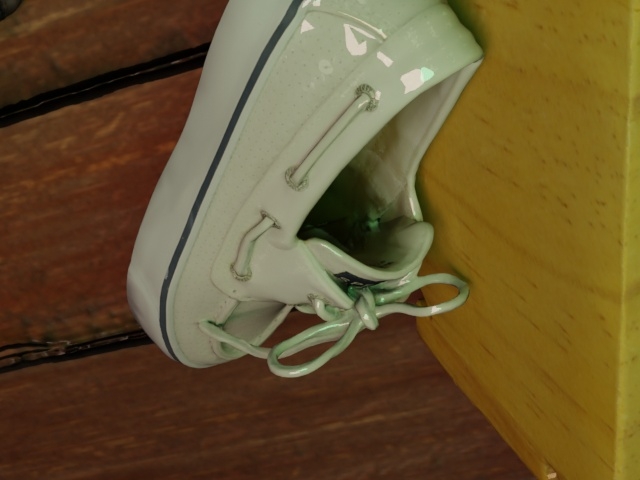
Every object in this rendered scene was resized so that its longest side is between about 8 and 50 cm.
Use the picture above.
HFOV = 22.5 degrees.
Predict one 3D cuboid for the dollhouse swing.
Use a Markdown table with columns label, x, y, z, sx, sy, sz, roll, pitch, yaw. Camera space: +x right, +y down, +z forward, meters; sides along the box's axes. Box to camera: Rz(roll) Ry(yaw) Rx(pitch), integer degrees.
| label | x | y | z | sx | sy | sz | roll | pitch | yaw |
| --- | --- | --- | --- | --- | --- | --- | --- | --- | --- |
| dollhouse swing | 0.235 | -0.059 | 0.820 | 0.305 | 0.315 | 0.346 | -19 | 127 | -16 |

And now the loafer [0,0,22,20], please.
| label | x | y | z | sx | sy | sz | roll | pitch | yaw |
| --- | --- | --- | --- | --- | --- | --- | --- | --- | --- |
| loafer | -0.239 | -0.260 | 0.924 | 0.109 | 0.095 | 0.302 | 17 | 120 | 45 |

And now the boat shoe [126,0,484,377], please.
| label | x | y | z | sx | sy | sz | roll | pitch | yaw |
| --- | --- | --- | --- | --- | --- | --- | --- | --- | --- |
| boat shoe | 0.007 | -0.005 | 0.872 | 0.156 | 0.136 | 0.367 | 46 | 143 | 16 |
